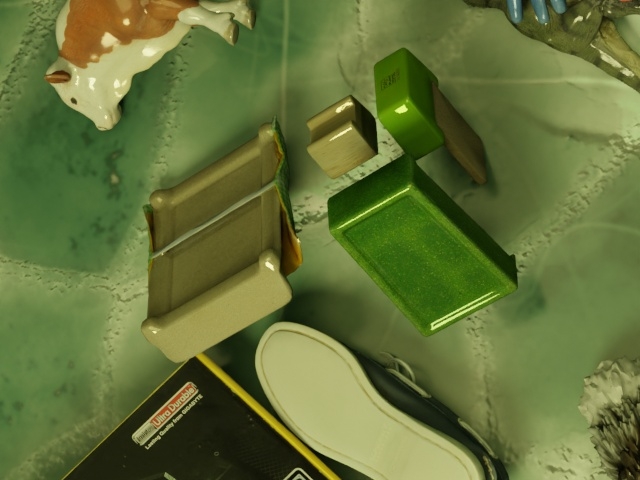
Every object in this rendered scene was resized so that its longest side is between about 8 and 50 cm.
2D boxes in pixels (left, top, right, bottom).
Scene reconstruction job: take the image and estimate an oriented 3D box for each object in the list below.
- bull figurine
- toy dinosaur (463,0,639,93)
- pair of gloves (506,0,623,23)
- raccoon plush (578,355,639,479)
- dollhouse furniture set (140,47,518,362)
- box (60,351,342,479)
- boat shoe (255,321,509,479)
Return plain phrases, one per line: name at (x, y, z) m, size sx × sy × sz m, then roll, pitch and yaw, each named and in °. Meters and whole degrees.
bull figurine at (-0.152, -0.255, 1.649) m, size 0.188 × 0.101 × 0.310 m, roll 6°, pitch 85°, yaw 12°
toy dinosaur at (0.235, -0.205, 1.557) m, size 0.268 × 0.064 × 0.118 m, roll 37°, pitch 107°, yaw 17°
pair of gloves at (0.204, -0.258, 1.477) m, size 0.198 × 0.159 × 0.023 m, roll -6°, pitch 34°, yaw 34°
raccoon plush at (0.267, 0.255, 1.296) m, size 0.216 × 0.299 × 0.446 m, roll -20°, pitch 65°, yaw -9°
dollhouse furniture set at (0.000, 0.000, 1.565) m, size 0.301 × 0.151 × 0.197 m, roll -29°, pitch 37°, yaw 23°
box at (-0.127, 0.292, 1.516) m, size 0.257 × 0.079 × 0.322 m, roll 42°, pitch 73°, yaw 15°
boat shoe at (0.054, 0.151, 1.537) m, size 0.254 × 0.079 × 0.095 m, roll 29°, pitch 104°, yaw 29°
